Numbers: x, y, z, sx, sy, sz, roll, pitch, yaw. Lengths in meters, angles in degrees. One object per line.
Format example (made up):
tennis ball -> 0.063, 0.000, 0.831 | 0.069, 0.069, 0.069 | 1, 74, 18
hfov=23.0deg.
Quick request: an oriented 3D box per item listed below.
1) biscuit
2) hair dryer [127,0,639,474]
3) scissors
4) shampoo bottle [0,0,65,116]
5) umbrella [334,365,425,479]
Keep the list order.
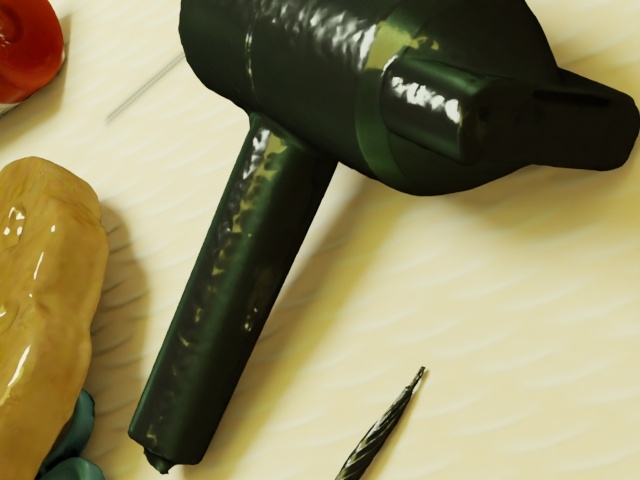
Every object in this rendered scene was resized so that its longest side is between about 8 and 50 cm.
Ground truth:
biscuit -> -0.242, 0.097, 0.975 | 0.312, 0.057, 0.351 | -31, 39, 33
hair dryer -> 0.000, 0.000, 0.780 | 0.244, 0.116, 0.302 | 34, 104, 51
scissors -> -0.218, 0.190, 0.937 | 0.256, 0.030, 0.125 | -40, 39, 22
shampoo bottle -> -0.316, -0.103, 1.166 | 0.278, 0.104, 0.104 | -26, 50, 34
umbrella -> 0.006, 0.121, 0.745 | 0.022, 0.022, 0.149 | 35, 94, 14
